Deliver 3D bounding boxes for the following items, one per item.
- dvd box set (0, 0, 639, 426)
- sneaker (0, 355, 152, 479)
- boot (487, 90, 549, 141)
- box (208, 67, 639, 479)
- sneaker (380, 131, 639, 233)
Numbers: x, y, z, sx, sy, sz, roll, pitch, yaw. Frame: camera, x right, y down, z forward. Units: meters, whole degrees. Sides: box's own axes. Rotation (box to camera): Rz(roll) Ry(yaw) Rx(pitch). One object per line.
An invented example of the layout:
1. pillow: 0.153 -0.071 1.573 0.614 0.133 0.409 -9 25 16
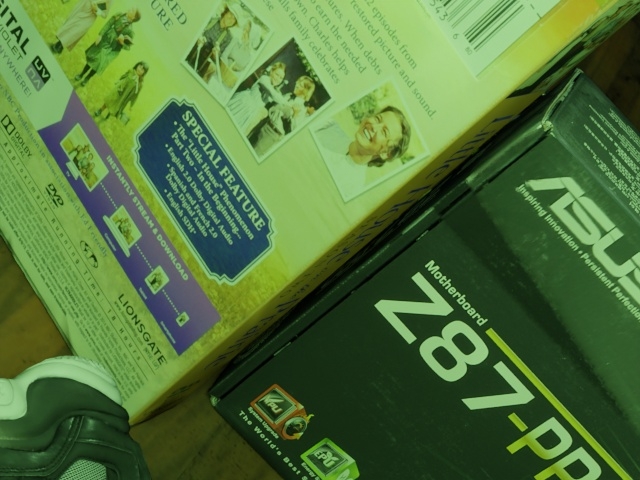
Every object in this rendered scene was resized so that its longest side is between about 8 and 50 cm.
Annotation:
1. dvd box set: -0.056 -0.128 0.825 0.062 0.420 0.307 -18 70 -54
2. sneaker: -0.146 0.150 0.634 0.153 0.101 0.268 52 31 10
3. boot: 0.056 -0.170 1.200 0.246 0.094 0.207 35 -6 -27
4. box: 0.169 0.141 0.907 0.395 0.318 0.097 47 34 -4
5. sneaker: 0.189 -0.011 1.237 0.385 0.145 0.147 -4 103 -31
